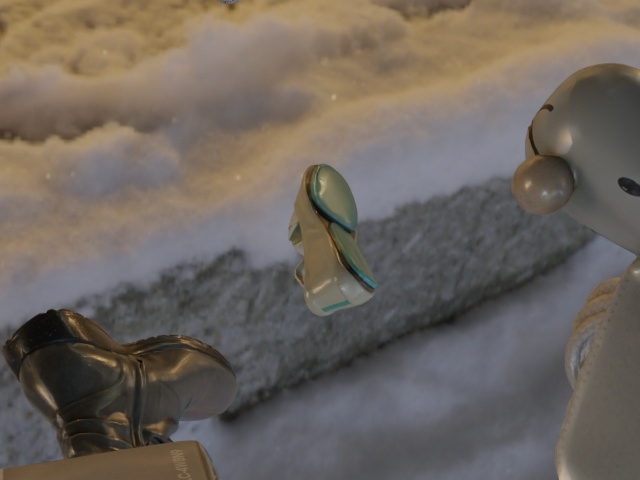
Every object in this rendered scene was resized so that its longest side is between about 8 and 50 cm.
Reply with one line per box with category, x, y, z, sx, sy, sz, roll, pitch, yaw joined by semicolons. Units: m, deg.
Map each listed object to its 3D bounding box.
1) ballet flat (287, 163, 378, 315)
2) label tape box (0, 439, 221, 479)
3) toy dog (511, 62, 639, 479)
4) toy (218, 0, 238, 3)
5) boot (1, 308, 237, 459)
ballet flat;0.000;0.000;1.354;0.086;0.086;0.248;6;30;-10
label tape box;-0.202;0.242;0.526;0.347;0.249;0.115;-8;14;-14
toy dog;0.176;0.080;0.488;0.161;0.220;0.333;-23;41;-31
toy;-0.054;-0.167;0.391;0.137;0.056;0.237;-46;42;-9
boot;-0.125;0.150;0.926;0.246;0.083;0.161;23;29;-55
